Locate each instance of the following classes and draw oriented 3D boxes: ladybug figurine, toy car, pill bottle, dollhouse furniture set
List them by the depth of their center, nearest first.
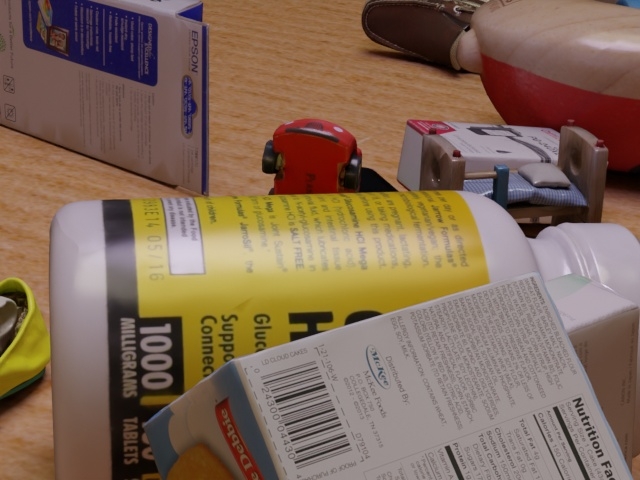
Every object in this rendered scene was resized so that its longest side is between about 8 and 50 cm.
[{"bbox_3d":[0.015,0.065,0.882,0.334,0.187,0.188,-2,23,-9],"label":"pill bottle"},{"bbox_3d":[-0.023,0.020,1.041,0.225,0.239,0.053,-16,37,31],"label":"toy car"},{"bbox_3d":[0.163,0.001,1.127,0.129,0.129,0.183,-5,23,-16],"label":"dollhouse furniture set"},{"bbox_3d":[0.353,-0.156,1.474,0.449,0.161,0.305,2,18,-2],"label":"ladybug figurine"}]

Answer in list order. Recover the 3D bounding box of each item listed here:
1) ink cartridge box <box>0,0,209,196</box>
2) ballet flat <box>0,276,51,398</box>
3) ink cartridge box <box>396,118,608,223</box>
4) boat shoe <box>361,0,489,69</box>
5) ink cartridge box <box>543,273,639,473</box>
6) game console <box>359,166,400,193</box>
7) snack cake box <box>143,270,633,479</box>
[{"bbox_3d":[-0.201,-0.162,1.453,0.333,0.165,0.065,21,28,38],"label":"ink cartridge box"},{"bbox_3d":[-0.242,0.086,0.955,0.077,0.077,0.231,10,24,17],"label":"ballet flat"},{"bbox_3d":[0.159,-0.060,1.337,0.151,0.063,0.109,1,20,-22],"label":"ink cartridge box"},{"bbox_3d":[0.164,-0.241,1.774,0.258,0.095,0.095,9,29,16],"label":"boat shoe"},{"bbox_3d":[0.058,0.131,0.735,0.225,0.181,0.056,-15,25,-31],"label":"ink cartridge box"},{"bbox_3d":[0.021,0.010,1.144,0.071,0.107,0.122,17,19,-46],"label":"game console"},{"bbox_3d":[0.058,0.158,0.576,0.152,0.264,0.089,-13,-15,-35],"label":"snack cake box"}]
